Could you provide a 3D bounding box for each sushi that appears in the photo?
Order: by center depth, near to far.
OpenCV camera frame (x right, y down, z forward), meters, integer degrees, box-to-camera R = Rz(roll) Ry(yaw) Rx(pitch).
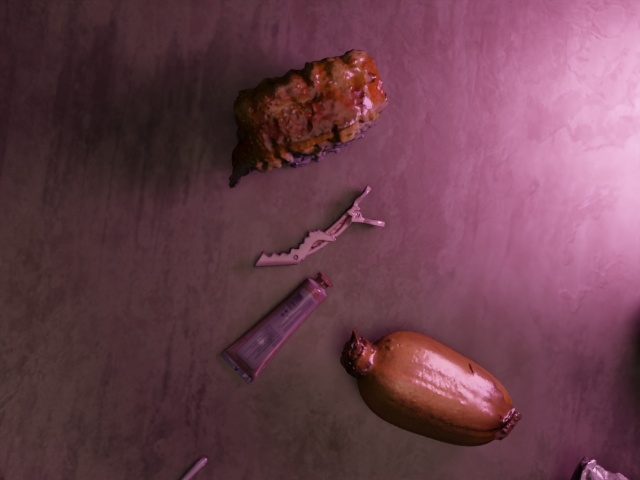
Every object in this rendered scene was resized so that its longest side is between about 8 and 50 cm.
[{"bbox_3d":[-0.032,-0.189,1.582,0.274,0.184,0.139,-18,88,0],"label":"sushi"}]

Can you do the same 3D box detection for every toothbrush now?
[{"bbox_3d":[-0.257,0.415,1.653,0.204,0.017,0.022,-43,84,-2],"label":"toothbrush"}]

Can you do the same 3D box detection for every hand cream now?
[{"bbox_3d":[-0.063,0.135,1.656,0.209,0.043,0.067,-44,92,3],"label":"hand cream"}]

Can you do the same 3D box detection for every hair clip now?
[{"bbox_3d":[0.000,0.000,1.659,0.226,0.034,0.072,-32,94,-3],"label":"hair clip"}]

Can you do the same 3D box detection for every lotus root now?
[{"bbox_3d":[0.169,0.232,1.630,0.303,0.131,0.146,25,66,-6],"label":"lotus root"}]

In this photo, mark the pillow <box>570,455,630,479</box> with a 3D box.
[{"bbox_3d":[0.483,0.543,1.658,0.283,0.138,0.310,25,86,-5],"label":"pillow"}]
